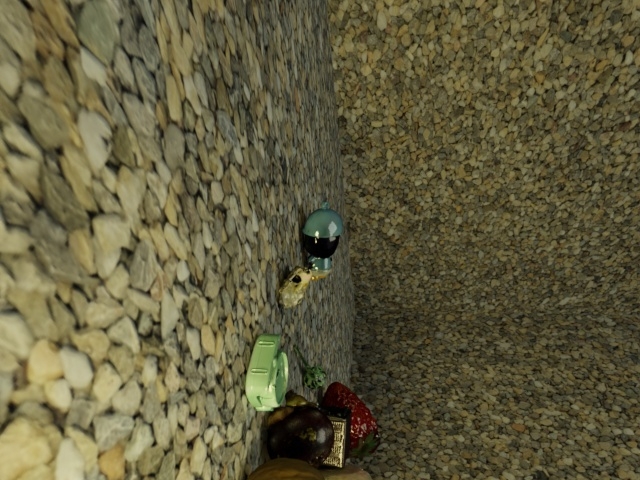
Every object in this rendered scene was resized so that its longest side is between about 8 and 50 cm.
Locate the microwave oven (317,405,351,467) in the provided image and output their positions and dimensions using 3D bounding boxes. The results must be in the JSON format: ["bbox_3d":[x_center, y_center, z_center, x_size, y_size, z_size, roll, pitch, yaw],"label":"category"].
[{"bbox_3d":[0.021,0.733,1.565,0.247,0.178,0.187,57,35,-74],"label":"microwave oven"}]

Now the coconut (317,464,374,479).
[{"bbox_3d":[0.080,0.970,1.361,0.404,0.406,0.403,0,90,-81],"label":"coconut"}]

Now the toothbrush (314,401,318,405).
[{"bbox_3d":[-0.021,0.820,1.805,0.022,0.017,0.203,17,73,-69],"label":"toothbrush"}]

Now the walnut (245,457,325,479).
[{"bbox_3d":[-0.073,0.587,0.869,0.228,0.228,0.227,0,90,-81],"label":"walnut"}]

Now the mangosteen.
[{"bbox_3d":[-0.065,0.523,1.132,0.217,0.192,0.192,56,-16,40],"label":"mangosteen"}]

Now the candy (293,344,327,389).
[{"bbox_3d":[-0.045,0.462,1.518,0.091,0.083,0.305,-43,138,-23],"label":"candy"}]

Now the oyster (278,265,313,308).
[{"bbox_3d":[-0.087,0.136,1.286,0.209,0.072,0.132,-47,146,-48],"label":"oyster"}]

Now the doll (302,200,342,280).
[{"bbox_3d":[0.000,0.000,1.584,0.177,0.141,0.313,-14,120,-50],"label":"doll"}]

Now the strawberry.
[{"bbox_3d":[0.106,0.862,1.917,0.310,0.292,0.291,34,-40,45],"label":"strawberry"}]

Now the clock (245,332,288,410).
[{"bbox_3d":[-0.126,0.344,1.026,0.210,0.066,0.159,81,13,-46],"label":"clock"}]
